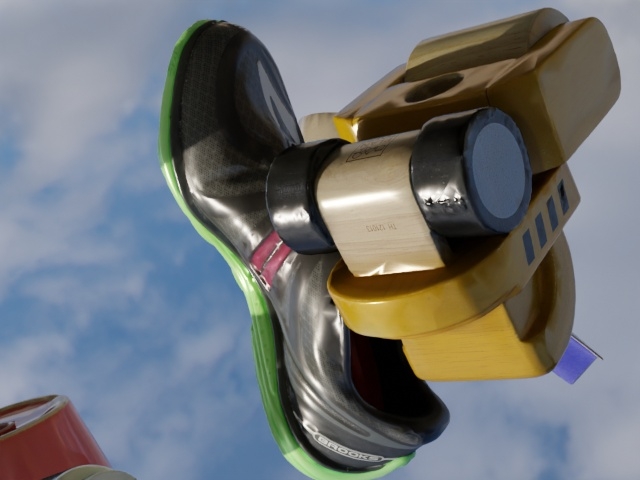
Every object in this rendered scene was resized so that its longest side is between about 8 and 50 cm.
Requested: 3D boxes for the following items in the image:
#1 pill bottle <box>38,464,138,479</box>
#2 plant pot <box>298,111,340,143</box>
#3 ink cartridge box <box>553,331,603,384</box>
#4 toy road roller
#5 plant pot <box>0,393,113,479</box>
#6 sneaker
[{"bbox_3d":[-0.246,0.287,1.160,0.108,0.108,0.180,-39,-175,-35],"label":"pill bottle"},{"bbox_3d":[0.060,0.021,1.334,0.256,0.256,0.274,10,-101,34],"label":"plant pot"},{"bbox_3d":[0.301,0.121,1.623,0.069,0.176,0.371,-53,174,2],"label":"ink cartridge box"},{"bbox_3d":[0.130,-0.029,0.961,0.203,0.240,0.329,-7,-152,40],"label":"toy road roller"},{"bbox_3d":[-0.382,0.349,1.473,0.275,0.243,0.275,-17,-171,3],"label":"plant pot"},{"bbox_3d":[0.000,0.000,1.111,0.202,0.482,0.185,-18,-172,38],"label":"sneaker"}]
